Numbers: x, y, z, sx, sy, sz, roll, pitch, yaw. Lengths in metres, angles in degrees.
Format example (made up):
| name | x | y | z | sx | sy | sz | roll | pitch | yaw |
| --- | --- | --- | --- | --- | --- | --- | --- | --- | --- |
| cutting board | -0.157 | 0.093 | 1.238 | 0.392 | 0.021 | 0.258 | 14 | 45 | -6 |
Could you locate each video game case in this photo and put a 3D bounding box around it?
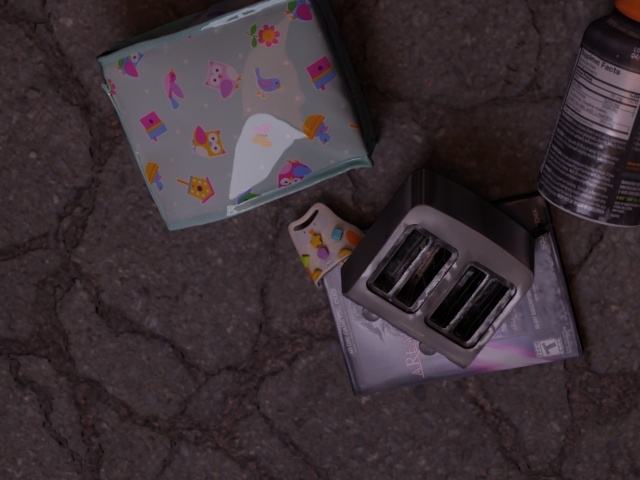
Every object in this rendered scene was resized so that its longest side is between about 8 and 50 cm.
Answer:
| name | x | y | z | sx | sy | sz | roll | pitch | yaw |
| --- | --- | --- | --- | --- | --- | --- | --- | --- | --- |
| video game case | 0.145 | 0.063 | 2.088 | 0.274 | 0.026 | 0.196 | -12 | 104 | 15 |

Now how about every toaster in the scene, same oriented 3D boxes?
| name | x | y | z | sx | sy | sz | roll | pitch | yaw |
| --- | --- | --- | --- | --- | --- | --- | --- | --- | --- |
| toaster | 0.135 | 0.027 | 1.993 | 0.168 | 0.110 | 0.185 | 32 | 113 | -11 |

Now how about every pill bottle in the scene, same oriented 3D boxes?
| name | x | y | z | sx | sy | sz | roll | pitch | yaw |
| --- | --- | --- | --- | --- | --- | --- | --- | --- | --- |
| pill bottle | 0.323 | -0.148 | 1.922 | 0.130 | 0.130 | 0.245 | 18 | 111 | 6 |

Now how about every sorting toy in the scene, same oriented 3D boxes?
| name | x | y | z | sx | sy | sz | roll | pitch | yaw |
| --- | --- | --- | --- | --- | --- | --- | --- | --- | --- |
| sorting toy | 0.000 | 0.000 | 2.072 | 0.083 | 0.045 | 0.075 | -40 | 74 | 20 |

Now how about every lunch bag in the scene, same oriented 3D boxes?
| name | x | y | z | sx | sy | sz | roll | pitch | yaw |
| --- | --- | --- | --- | --- | --- | --- | --- | --- | --- |
| lunch bag | -0.093 | -0.148 | 2.003 | 0.262 | 0.160 | 0.223 | -19 | 103 | 12 |
